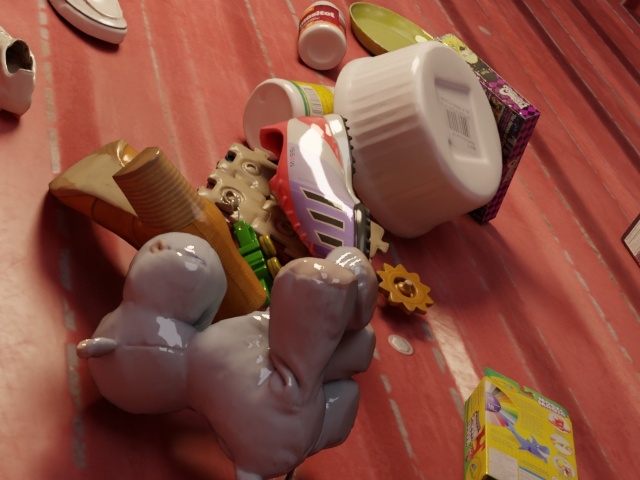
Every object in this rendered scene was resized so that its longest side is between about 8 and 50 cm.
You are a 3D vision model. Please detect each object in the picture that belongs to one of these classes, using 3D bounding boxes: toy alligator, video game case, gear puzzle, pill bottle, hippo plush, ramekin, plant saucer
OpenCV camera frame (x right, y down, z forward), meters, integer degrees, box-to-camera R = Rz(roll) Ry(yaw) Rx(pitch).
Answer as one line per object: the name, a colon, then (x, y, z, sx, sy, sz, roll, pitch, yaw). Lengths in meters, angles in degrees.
toy alligator: (-0.082, 0.018, 1.465, 0.051, 0.056, 0.190, 64, 3, -48)
video game case: (0.230, -0.175, 1.921, 0.041, 0.232, 0.210, -23, 57, -32)
gear puzzle: (0.000, 0.000, 1.592, 0.339, 0.044, 0.175, 30, 34, -2)
pill bottle: (0.003, -0.368, 2.153, 0.086, 0.086, 0.152, 25, 27, -14)
pill bottle: (-0.002, -0.170, 1.787, 0.208, 0.118, 0.117, 0, 41, -46)
hippo plush: (-0.093, 0.120, 1.169, 0.236, 0.294, 0.234, 16, -11, 17)
ramekin: (0.150, -0.153, 1.759, 0.277, 0.135, 0.277, 33, 47, -46)
plant saucer: (0.154, -0.386, 2.395, 0.241, 0.037, 0.241, 25, 29, -15)

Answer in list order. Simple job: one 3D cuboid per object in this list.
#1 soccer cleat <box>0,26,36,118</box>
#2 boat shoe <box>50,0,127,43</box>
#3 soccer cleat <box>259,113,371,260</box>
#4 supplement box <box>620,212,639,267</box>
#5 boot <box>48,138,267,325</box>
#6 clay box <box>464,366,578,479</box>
soccer cleat: (-0.392, -0.231, 1.522, 0.068, 0.076, 0.196, 10, 34, -37)
boat shoe: (-0.356, -0.398, 1.821, 0.096, 0.088, 0.267, 6, 37, -41)
soccer cleat: (-0.005, -0.038, 1.525, 0.116, 0.109, 0.318, -3, 47, -7)
supplement box: (0.625, 0.036, 2.147, 0.104, 0.081, 0.188, 17, 31, -27)
boot: (-0.182, -0.001, 1.339, 0.211, 0.104, 0.295, 57, -23, -20)
clay box: (0.233, 0.247, 1.420, 0.127, 0.053, 0.222, 29, 26, -7)
